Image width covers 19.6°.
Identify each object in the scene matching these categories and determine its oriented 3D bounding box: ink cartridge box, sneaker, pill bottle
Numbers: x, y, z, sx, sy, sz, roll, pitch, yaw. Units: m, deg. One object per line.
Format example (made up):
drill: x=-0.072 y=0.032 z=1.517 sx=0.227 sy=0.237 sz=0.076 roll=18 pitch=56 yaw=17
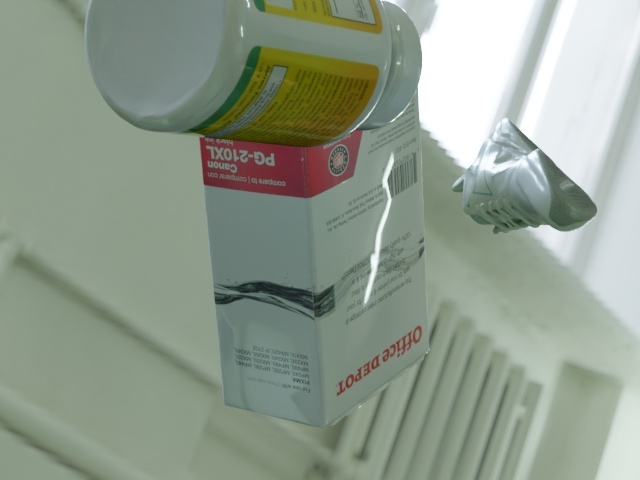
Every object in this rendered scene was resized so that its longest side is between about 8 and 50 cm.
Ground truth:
ink cartridge box: x=0.000 y=0.000 z=1.418 sx=0.100 sy=0.172 sz=0.237 roll=8 pitch=-68 yaw=31
sneaker: x=0.121 y=-0.026 z=1.114 sx=0.053 sy=0.061 sz=0.152 roll=43 pitch=5 yaw=-16
pill bottle: x=-0.031 y=-0.116 z=1.105 sx=0.117 sy=0.117 sz=0.208 roll=5 pitch=2 yaw=36
